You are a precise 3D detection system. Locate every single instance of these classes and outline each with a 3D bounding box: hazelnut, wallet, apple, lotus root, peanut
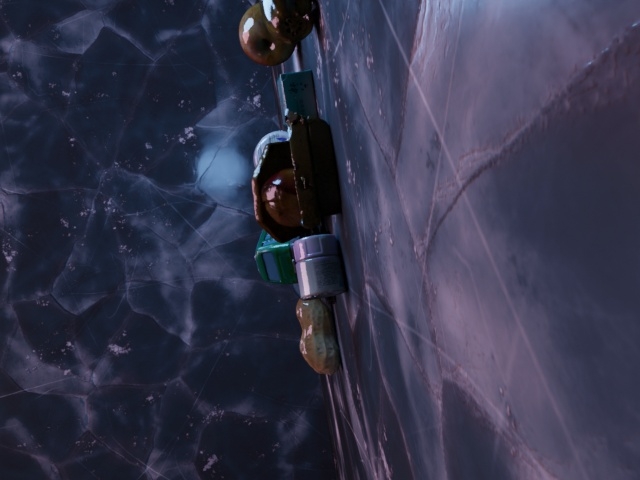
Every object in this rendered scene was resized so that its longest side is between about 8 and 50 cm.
[{"bbox_3d":[-0.077,-0.147,1.660,0.208,0.208,0.208,171,90,-85],"label":"hazelnut"},{"bbox_3d":[-0.004,0.081,1.890,0.221,0.071,0.263,-126,21,-77],"label":"wallet"},{"bbox_3d":[-0.165,-0.660,1.682,0.188,0.188,0.174,87,-177,-51],"label":"apple"},{"bbox_3d":[-0.082,-0.562,1.256,0.123,0.123,0.241,103,159,-49],"label":"lotus root"},{"bbox_3d":[-0.010,0.355,2.008,0.149,0.149,0.314,158,104,-85],"label":"peanut"}]

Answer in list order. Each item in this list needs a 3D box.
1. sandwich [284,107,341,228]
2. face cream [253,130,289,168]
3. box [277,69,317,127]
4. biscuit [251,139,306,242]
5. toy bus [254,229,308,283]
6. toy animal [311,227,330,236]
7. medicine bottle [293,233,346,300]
[{"bbox_3d":[-0.016,-0.174,1.369,0.212,0.109,0.293,74,-172,-77],"label":"sandwich"},{"bbox_3d":[-0.155,-0.318,2.042,0.111,0.205,0.206,-169,70,-81],"label":"face cream"},{"bbox_3d":[-0.073,-0.423,1.591,0.245,0.092,0.153,-115,15,-75],"label":"box"},{"bbox_3d":[-0.122,-0.169,1.803,0.359,0.046,0.360,-6,-83,-60],"label":"biscuit"},{"bbox_3d":[-0.134,0.014,2.053,0.344,0.199,0.184,-80,-20,-59],"label":"toy bus"},{"bbox_3d":[0.000,0.000,1.696,0.108,0.062,0.220,113,141,-79],"label":"toy animal"},{"bbox_3d":[-0.005,0.076,1.491,0.135,0.135,0.169,112,148,-80],"label":"medicine bottle"}]
